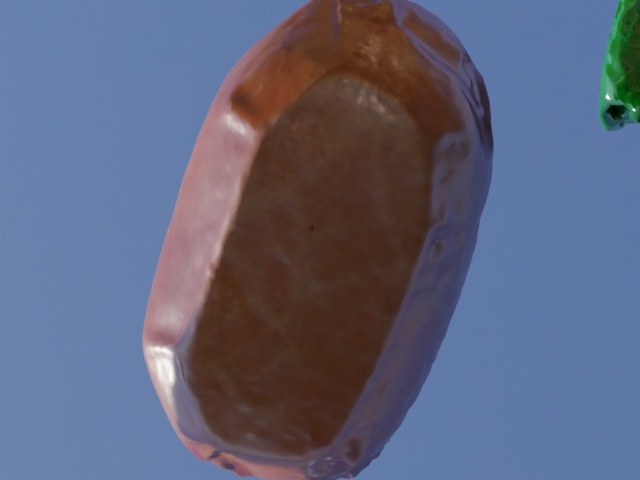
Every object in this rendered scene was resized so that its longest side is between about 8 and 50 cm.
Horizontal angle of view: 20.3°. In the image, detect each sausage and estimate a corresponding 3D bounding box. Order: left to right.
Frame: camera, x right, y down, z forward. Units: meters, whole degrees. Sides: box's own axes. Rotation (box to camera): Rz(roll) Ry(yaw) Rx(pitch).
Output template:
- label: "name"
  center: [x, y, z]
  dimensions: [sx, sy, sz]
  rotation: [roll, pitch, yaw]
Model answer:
- label: "sausage"
  center: [0.000, 0.000, 0.912]
  dimensions: [0.153, 0.141, 0.268]
  rotation: [16, -70, -3]

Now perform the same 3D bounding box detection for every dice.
- label: "dice"
  center: [0.257, -0.114, 1.148]
  dimensions: [0.128, 0.131, 0.120]
  rotation: [14, -89, 22]
